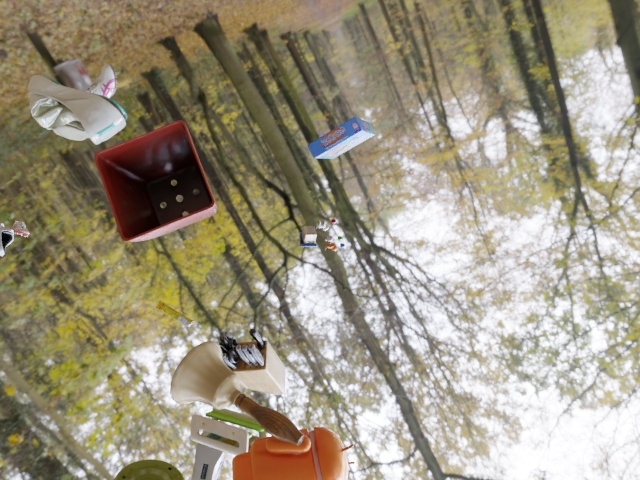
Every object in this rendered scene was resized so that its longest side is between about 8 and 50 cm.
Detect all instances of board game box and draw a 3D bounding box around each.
[{"bbox_3d":[0.066,-0.299,1.467,0.160,0.047,0.210,-28,180,18],"label":"board game box"}]

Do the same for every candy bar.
[{"bbox_3d":[-0.576,0.294,1.966,0.040,0.161,0.018,-52,-166,16],"label":"candy bar"}]

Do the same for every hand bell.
[{"bbox_3d":[-0.132,0.286,0.862,0.242,0.126,0.126,23,-133,27],"label":"hand bell"}]

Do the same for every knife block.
[{"bbox_3d":[-0.168,0.338,1.387,0.242,0.276,0.088,-40,-141,43],"label":"knife block"}]

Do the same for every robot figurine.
[{"bbox_3d":[-0.045,0.409,0.890,0.219,0.158,0.128,-11,-178,-4],"label":"robot figurine"}]

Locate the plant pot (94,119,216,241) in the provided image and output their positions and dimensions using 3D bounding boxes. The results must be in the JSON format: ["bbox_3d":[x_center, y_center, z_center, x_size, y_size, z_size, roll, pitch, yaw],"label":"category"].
[{"bbox_3d":[-0.447,-0.147,1.452,0.267,0.267,0.236,-22,171,-1],"label":"plant pot"}]

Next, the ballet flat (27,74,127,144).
[{"bbox_3d":[-0.684,-0.344,1.314,0.400,0.139,0.139,22,-134,29],"label":"ballet flat"}]

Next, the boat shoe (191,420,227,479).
[{"bbox_3d":[-0.465,0.917,2.099,0.158,0.127,0.340,93,15,-82],"label":"boat shoe"}]

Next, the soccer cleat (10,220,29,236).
[{"bbox_3d":[-0.782,-0.032,1.291,0.083,0.029,0.035,10,-104,38],"label":"soccer cleat"}]

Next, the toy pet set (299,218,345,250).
[{"bbox_3d":[0.000,0.000,1.466,0.114,0.065,0.122,-1,-137,-15],"label":"toy pet set"}]

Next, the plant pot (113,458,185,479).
[{"bbox_3d":[-0.616,0.974,1.705,0.367,0.353,0.366,14,-167,-3],"label":"plant pot"}]

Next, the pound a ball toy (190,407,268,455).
[{"bbox_3d":[-0.300,0.724,1.860,0.319,0.135,0.208,4,-179,30],"label":"pound a ball toy"}]

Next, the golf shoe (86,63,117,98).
[{"bbox_3d":[-0.770,-0.527,1.734,0.067,0.186,0.086,35,-156,30],"label":"golf shoe"}]

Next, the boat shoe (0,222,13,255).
[{"bbox_3d":[-0.749,-0.005,1.150,0.063,0.066,0.184,-9,-163,-20],"label":"boat shoe"}]
